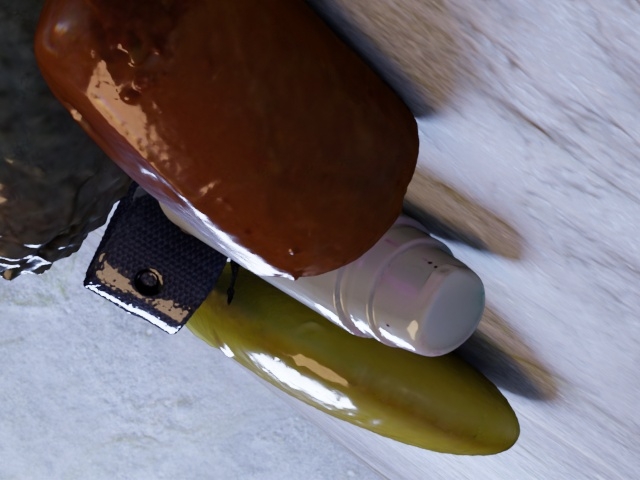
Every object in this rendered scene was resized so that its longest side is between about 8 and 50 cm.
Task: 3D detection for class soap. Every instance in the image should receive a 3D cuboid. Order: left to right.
[{"bbox_3d":[0.022,0.110,1.903,0.306,0.115,0.427,30,177,-21],"label":"soap"}]

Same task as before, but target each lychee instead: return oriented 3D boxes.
[{"bbox_3d":[-0.213,-0.103,1.326,0.255,0.274,0.255,29,135,34],"label":"lychee"}]

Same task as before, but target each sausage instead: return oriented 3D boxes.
[{"bbox_3d":[-0.052,-0.082,1.198,0.268,0.141,0.153,43,171,-32],"label":"sausage"}]

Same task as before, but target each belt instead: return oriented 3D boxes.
[{"bbox_3d":[-0.128,0.000,1.798,0.126,0.139,0.230,33,-162,-8],"label":"belt"}]

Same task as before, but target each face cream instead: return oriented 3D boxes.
[{"bbox_3d":[0.000,0.000,1.552,0.345,0.102,0.102,31,169,48],"label":"face cream"}]
